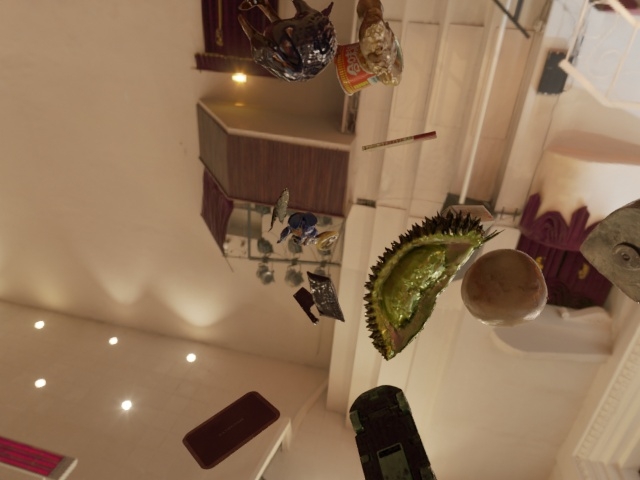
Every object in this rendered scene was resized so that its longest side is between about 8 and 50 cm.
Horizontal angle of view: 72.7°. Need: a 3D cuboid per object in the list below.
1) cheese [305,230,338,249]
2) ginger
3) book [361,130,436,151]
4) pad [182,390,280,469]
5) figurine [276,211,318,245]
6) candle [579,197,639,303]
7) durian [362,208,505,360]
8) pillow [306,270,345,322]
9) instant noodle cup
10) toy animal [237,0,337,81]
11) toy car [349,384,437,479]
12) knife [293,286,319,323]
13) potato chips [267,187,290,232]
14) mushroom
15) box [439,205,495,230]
[{"bbox_3d":[0.000,-0.001,1.576,0.162,0.086,0.036,1,-138,-54],"label":"cheese"},{"bbox_3d":[0.106,-0.330,0.764,0.058,0.214,0.133,-15,-118,15],"label":"ginger"},{"bbox_3d":[0.260,-0.321,1.415,0.231,0.022,0.162,-8,-172,17],"label":"book"},{"bbox_3d":[-0.264,0.556,1.300,0.266,0.002,0.176,-27,-152,-33],"label":"pad"},{"bbox_3d":[-0.094,-0.056,1.979,0.164,0.262,0.121,8,-115,-20],"label":"figurine"},{"bbox_3d":[0.555,0.015,0.771,0.068,0.192,0.168,-21,-167,-17],"label":"candle"},{"bbox_3d":[0.203,0.074,0.924,0.169,0.352,0.158,38,180,16],"label":"durian"},{"bbox_3d":[0.018,0.217,1.675,0.141,0.208,0.055,10,-144,45],"label":"pillow"},{"bbox_3d":[0.180,-0.645,1.568,0.212,0.193,0.193,-7,-159,27],"label":"instant noodle cup"},{"bbox_3d":[-0.047,-0.373,0.775,0.185,0.122,0.298,55,-150,-3],"label":"toy animal"},{"bbox_3d":[0.156,0.452,0.904,0.136,0.125,0.306,-25,-150,5],"label":"toy car"},{"bbox_3d":[-0.050,0.267,1.829,0.072,0.019,0.245,-44,-146,-1],"label":"knife"},{"bbox_3d":[-0.182,-0.128,1.931,0.029,0.202,0.220,19,-146,6],"label":"potato chips"},{"bbox_3d":[0.664,0.192,1.570,0.292,0.290,0.293,-17,-127,25],"label":"mushroom"},{"bbox_3d":[0.479,-0.050,1.489,0.269,0.135,0.079,-5,-124,-47],"label":"box"}]
